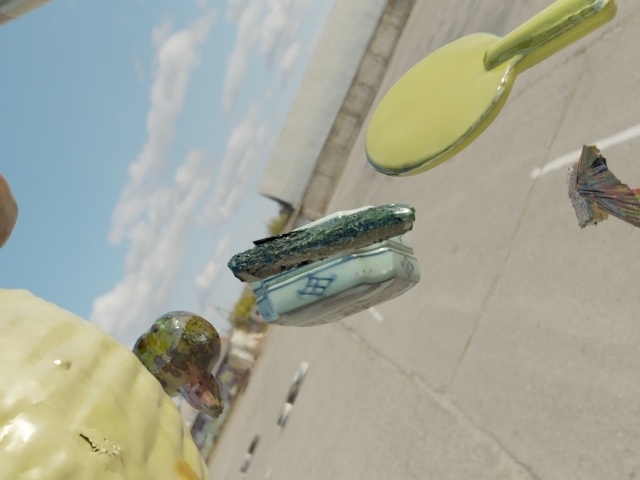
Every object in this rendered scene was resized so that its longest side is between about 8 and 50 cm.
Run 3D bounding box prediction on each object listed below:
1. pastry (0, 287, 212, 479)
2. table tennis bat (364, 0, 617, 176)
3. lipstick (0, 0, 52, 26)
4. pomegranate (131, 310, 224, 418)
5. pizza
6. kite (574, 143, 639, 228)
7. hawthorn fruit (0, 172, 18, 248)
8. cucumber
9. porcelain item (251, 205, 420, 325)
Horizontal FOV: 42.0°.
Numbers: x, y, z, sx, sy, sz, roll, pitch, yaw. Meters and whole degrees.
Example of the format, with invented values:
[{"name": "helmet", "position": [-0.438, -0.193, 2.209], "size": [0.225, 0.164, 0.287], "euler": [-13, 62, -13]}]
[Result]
[{"name": "pastry", "position": [-0.252, 0.221, 0.514], "size": [0.388, 0.388, 0.312], "euler": [-65, -5, 25]}, {"name": "table tennis bat", "position": [0.203, -0.208, 1.056], "size": [0.369, 0.054, 0.224], "euler": [-31, 36, 28]}, {"name": "lipstick", "position": [-0.510, -0.374, 1.310], "size": [0.254, 0.070, 0.070], "euler": [-10, 40, 34]}, {"name": "pomegranate", "position": [-0.200, 0.178, 1.198], "size": [0.138, 0.163, 0.125], "euler": [-39, -41, 0]}, {"name": "pizza", "position": [0.519, -0.096, 1.592], "size": [0.226, 0.069, 0.147], "euler": [44, -141, -77]}, {"name": "kite", "position": [0.447, -0.064, 1.235], "size": [0.014, 0.241, 0.183], "euler": [-52, 16, -11]}, {"name": "hawthorn fruit", "position": [-0.539, -0.044, 1.191], "size": [0.248, 0.208, 0.208], "euler": [-70, 4, -63]}, {"name": "cucumber", "position": [0.000, 0.001, 0.948], "size": [0.257, 0.043, 0.044], "euler": [-17, 51, 33]}, {"name": "porcelain item", "position": [0.028, 0.060, 1.577], "size": [0.286, 0.281, 0.157], "euler": [21, -129, -68]}]
